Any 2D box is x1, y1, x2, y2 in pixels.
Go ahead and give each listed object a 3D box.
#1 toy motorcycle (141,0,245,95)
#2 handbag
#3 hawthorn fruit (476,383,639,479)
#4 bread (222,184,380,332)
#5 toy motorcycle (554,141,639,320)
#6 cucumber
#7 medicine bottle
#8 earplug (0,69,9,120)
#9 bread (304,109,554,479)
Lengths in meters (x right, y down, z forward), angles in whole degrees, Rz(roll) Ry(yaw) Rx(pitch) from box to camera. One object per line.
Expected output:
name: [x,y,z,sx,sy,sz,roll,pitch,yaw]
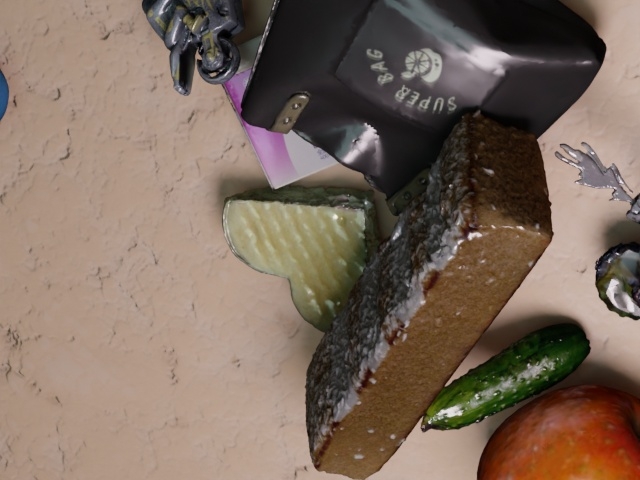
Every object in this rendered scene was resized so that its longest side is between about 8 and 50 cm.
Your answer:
toy motorcycle: [-0.146,-0.257,1.890,0.124,0.061,0.193,-11,75,28]
handbag: [0.086,-0.178,1.772,0.342,0.152,0.288,32,115,-5]
hawthorn fruit: [0.293,0.264,1.852,0.235,0.231,0.263,30,77,26]
bread: [0.000,0.000,1.946,0.232,0.064,0.172,41,119,2]
toy motorcycle: [0.398,0.031,1.770,0.401,0.134,0.207,42,117,1]
cucumber: [0.200,0.153,1.857,0.069,0.227,0.069,50,155,34]
medicine bottle: [-0.001,-0.168,1.896,0.201,0.052,0.171,-20,100,24]
earplug: [-0.491,-0.226,2.022,0.273,0.132,0.132,38,117,1]
bread: [0.100,0.068,1.781,0.113,0.165,0.416,19,130,-15]
